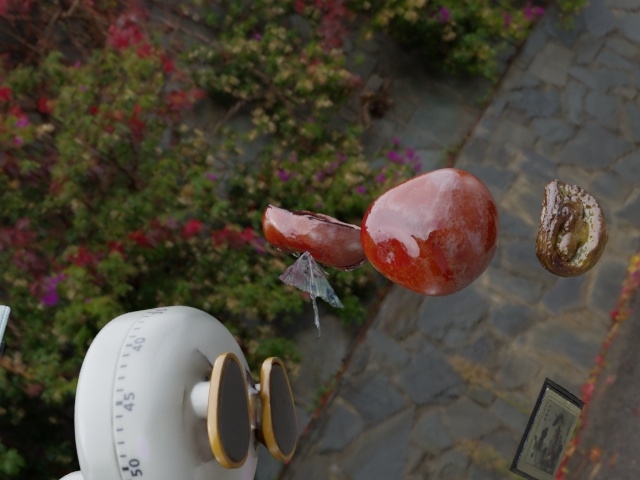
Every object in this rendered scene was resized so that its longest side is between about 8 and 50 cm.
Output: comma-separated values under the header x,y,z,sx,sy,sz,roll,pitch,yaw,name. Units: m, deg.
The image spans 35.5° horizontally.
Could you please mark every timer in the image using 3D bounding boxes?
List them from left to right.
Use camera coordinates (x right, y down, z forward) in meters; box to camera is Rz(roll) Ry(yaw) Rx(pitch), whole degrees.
x,y,z,sx,sy,sz,roll,pitch,yaw,name
-0.168,0.186,0.996,0.233,0.240,0.234,-10,-90,-72,timer

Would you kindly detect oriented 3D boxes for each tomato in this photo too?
x,y,z,sx,sy,sz,roll,pitch,yaw,name
-0.001,0.003,1.808,0.228,0.228,0.101,0,-72,-85,tomato
0.146,-0.020,1.340,0.187,0.187,0.151,-56,-45,-23,tomato

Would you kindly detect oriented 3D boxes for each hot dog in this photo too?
x,y,z,sx,sy,sz,roll,pitch,yaw,name
0.341,-0.021,1.372,0.065,0.099,0.147,-48,19,55,hot dog

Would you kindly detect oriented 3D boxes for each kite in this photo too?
x,y,z,sx,sy,sz,roll,pitch,yaw,name
-0.012,0.078,1.481,0.011,0.139,0.157,-34,50,32,kite

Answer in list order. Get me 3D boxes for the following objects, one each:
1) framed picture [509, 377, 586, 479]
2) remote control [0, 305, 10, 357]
x,y,z,sx,sy,sz,roll,pitch,yaw,name
0.454,0.387,1.986,0.199,0.010,0.195,33,-103,-47,framed picture
-0.359,0.197,0.944,0.103,0.051,0.293,-43,30,42,remote control
